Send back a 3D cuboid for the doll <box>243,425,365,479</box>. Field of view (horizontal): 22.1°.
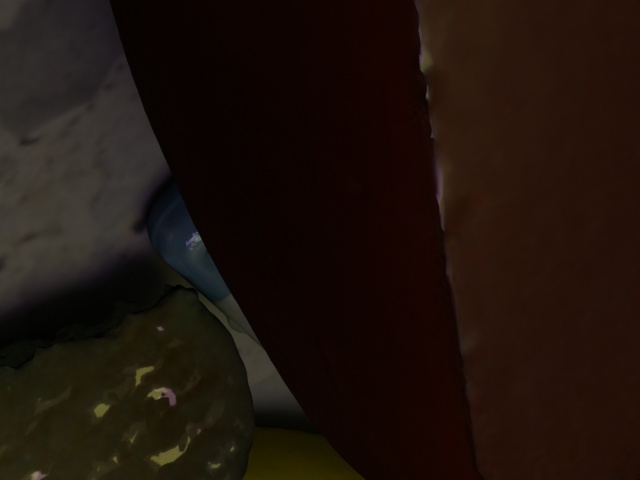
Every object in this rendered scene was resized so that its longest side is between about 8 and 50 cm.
[{"bbox_3d":[-0.015,0.179,0.916,0.363,0.145,0.199,30,68,-41],"label":"doll"}]

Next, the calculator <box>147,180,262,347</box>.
[{"bbox_3d":[0.000,0.000,0.800,0.121,0.039,0.210,-41,142,1],"label":"calculator"}]

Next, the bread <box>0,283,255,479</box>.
[{"bbox_3d":[-0.130,0.120,0.745,0.172,0.064,0.232,23,80,-15],"label":"bread"}]

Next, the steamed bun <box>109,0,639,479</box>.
[{"bbox_3d":[0.051,-0.107,0.558,0.235,0.248,0.379,-27,130,-19],"label":"steamed bun"}]
